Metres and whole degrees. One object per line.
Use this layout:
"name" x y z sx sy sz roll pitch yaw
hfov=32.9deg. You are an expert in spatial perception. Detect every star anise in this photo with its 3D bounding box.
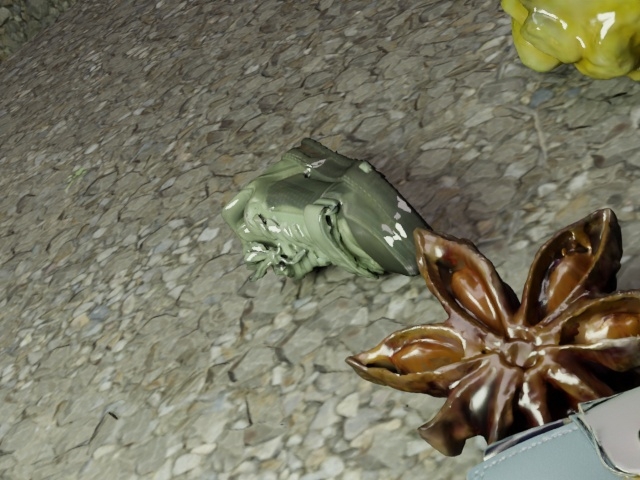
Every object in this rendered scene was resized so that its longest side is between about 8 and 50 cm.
"star anise" 0.145 0.068 0.763 0.220 0.099 0.214 32 70 36

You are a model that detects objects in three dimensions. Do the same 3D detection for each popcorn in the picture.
"popcorn" 0.280 -0.293 1.052 0.252 0.215 0.287 -9 72 44

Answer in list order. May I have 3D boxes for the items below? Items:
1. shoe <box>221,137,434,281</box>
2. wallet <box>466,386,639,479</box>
"shoe" -0.002 -0.002 1.014 0.149 0.109 0.293 -40 27 -6
"wallet" 0.202 0.154 0.608 0.230 0.069 0.170 -21 40 6
